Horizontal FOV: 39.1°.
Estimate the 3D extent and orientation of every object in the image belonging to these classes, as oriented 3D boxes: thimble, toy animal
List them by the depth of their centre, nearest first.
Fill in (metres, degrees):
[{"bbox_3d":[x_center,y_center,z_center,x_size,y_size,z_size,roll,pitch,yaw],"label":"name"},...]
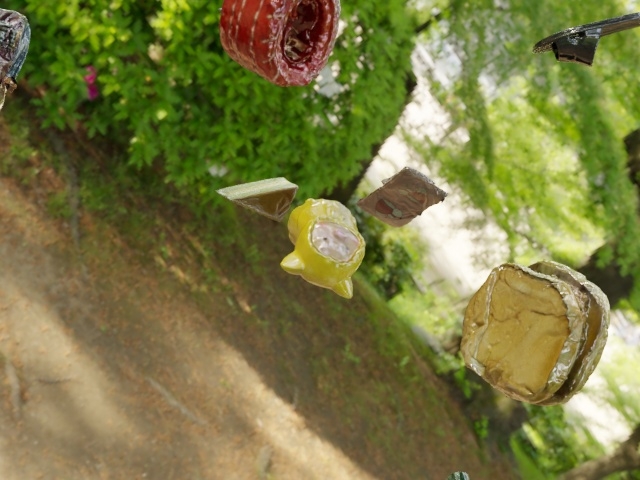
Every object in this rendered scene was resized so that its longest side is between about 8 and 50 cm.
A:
[{"bbox_3d":[-0.063,-0.339,1.387,0.163,0.189,0.125,-28,47,-37],"label":"thimble"},{"bbox_3d":[0.005,0.002,1.735,0.156,0.156,0.229,48,24,-26],"label":"toy animal"}]

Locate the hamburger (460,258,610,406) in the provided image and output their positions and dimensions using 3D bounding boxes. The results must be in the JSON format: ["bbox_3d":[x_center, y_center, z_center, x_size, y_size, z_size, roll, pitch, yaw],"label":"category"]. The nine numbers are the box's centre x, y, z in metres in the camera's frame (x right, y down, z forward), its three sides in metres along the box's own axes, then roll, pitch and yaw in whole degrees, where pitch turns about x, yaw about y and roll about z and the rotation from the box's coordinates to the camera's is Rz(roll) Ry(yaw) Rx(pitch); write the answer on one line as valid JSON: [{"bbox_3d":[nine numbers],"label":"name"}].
[{"bbox_3d":[0.387,0.161,1.639,0.145,0.259,0.283,14,14,-35],"label":"hamburger"}]

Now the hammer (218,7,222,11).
[{"bbox_3d":[-0.152,-0.484,1.513,0.029,0.103,0.246,22,-33,28],"label":"hammer"}]

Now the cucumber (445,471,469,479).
[{"bbox_3d":[0.279,0.511,1.763,0.048,0.048,0.105,34,37,-50],"label":"cucumber"}]

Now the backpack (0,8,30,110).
[{"bbox_3d":[-0.645,-0.268,1.476,0.283,0.197,0.317,18,72,-29],"label":"backpack"}]

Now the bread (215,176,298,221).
[{"bbox_3d":[-0.129,-0.103,1.827,0.139,0.084,0.074,22,8,-37],"label":"bread"}]

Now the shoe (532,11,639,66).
[{"bbox_3d":[0.368,-0.263,1.210,0.062,0.159,0.053,-8,82,-75],"label":"shoe"}]

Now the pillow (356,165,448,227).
[{"bbox_3d":[0.199,-0.105,2.192,0.135,0.248,0.049,33,62,-12],"label":"pillow"}]
